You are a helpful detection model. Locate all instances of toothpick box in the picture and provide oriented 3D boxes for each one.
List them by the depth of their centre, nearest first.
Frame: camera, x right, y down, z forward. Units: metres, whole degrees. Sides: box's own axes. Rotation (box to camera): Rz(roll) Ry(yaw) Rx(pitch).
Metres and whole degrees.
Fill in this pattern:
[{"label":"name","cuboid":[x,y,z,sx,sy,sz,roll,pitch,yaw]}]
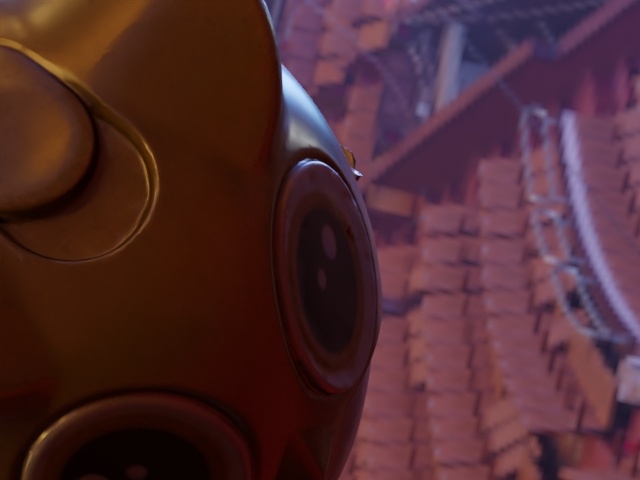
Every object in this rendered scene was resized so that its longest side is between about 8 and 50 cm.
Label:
[{"label":"toothpick box","cuboid":[-0.158,0.043,1.137,0.425,0.408,0.409,91,-170,-62]}]

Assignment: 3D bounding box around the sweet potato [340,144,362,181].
[{"label":"sweet potato","cuboid":[0.007,-0.001,1.772,0.286,0.085,0.112,84,179,-66]}]
